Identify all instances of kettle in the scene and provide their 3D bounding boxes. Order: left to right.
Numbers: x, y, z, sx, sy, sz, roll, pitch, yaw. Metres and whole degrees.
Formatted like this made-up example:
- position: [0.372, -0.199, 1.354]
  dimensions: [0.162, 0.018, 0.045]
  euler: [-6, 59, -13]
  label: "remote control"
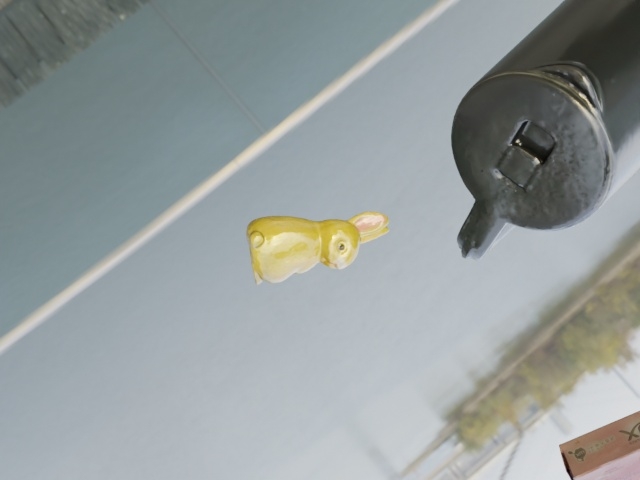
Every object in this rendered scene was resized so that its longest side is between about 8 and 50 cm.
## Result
- position: [0.268, -0.144, 1.133]
  dimensions: [0.262, 0.203, 0.308]
  euler: [-24, -168, 47]
  label: "kettle"

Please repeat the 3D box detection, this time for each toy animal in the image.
- position: [0.001, 0.000, 1.106]
  dimensions: [0.159, 0.070, 0.083]
  euler: [-7, 160, -9]
  label: "toy animal"

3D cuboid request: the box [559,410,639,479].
- position: [0.405, 0.290, 1.361]
  dimensions: [0.156, 0.060, 0.111]
  euler: [-26, 134, 9]
  label: "box"
